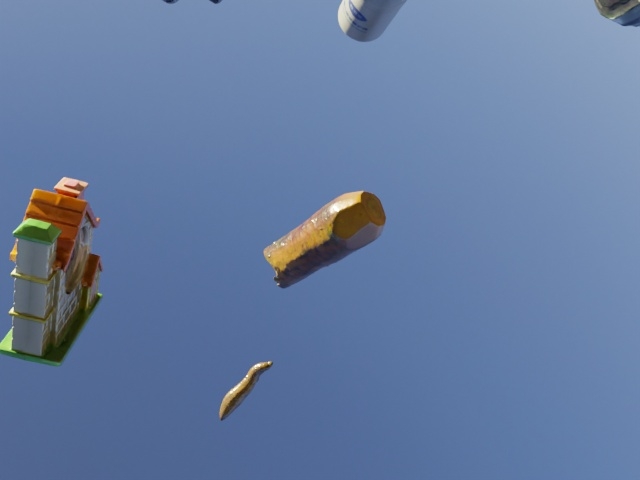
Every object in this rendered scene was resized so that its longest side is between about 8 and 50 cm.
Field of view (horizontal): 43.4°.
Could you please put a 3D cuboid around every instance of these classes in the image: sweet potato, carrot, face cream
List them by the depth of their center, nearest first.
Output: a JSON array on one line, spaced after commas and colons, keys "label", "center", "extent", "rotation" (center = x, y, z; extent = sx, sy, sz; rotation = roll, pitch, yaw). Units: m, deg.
[{"label": "face cream", "center": [0.082, -0.335, 1.043], "extent": [0.077, 0.250, 0.077], "rotation": [1, -97, -10]}, {"label": "sweet potato", "center": [-0.107, 0.206, 1.125], "extent": [0.026, 0.115, 0.026], "rotation": [37, -170, -8]}, {"label": "carrot", "center": [0.000, 0.000, 1.629], "extent": [0.114, 0.302, 0.114], "rotation": [28, -134, -33]}]

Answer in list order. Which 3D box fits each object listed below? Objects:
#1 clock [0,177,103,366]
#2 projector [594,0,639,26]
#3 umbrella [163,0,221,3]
[{"label": "clock", "center": [-0.438, 0.040, 1.345], "extent": [0.106, 0.255, 0.219], "rotation": [14, -152, -2]}, {"label": "projector", "center": [0.499, -0.407, 0.784], "extent": [0.405, 0.395, 0.242], "rotation": [-15, -99, -30]}, {"label": "umbrella", "center": [-0.232, -0.384, 0.998], "extent": [0.273, 0.110, 0.122], "rotation": [30, -134, -2]}]
